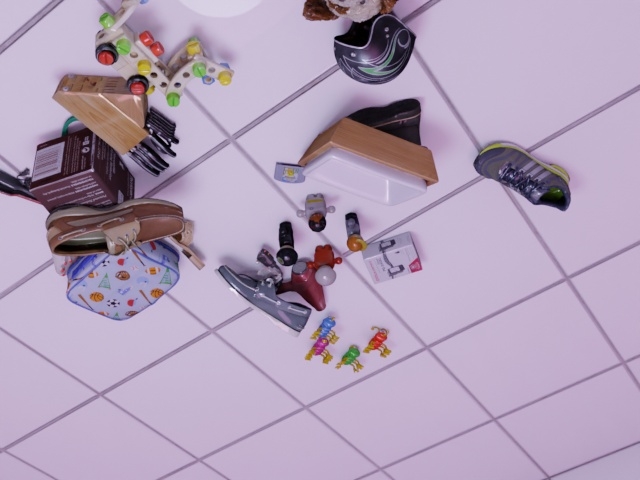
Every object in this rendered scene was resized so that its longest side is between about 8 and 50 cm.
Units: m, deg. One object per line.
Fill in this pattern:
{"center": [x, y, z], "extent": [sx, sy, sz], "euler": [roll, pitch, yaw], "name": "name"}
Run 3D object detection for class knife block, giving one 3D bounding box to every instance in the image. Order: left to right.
{"center": [-0.486, -0.270, 1.713], "extent": [0.275, 0.088, 0.242], "euler": [2, 128, -6], "name": "knife block"}

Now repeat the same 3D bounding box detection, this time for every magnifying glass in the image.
{"center": [-0.635, -0.229, 1.781], "extent": [0.092, 0.026, 0.231], "euler": [34, 118, -28], "name": "magnifying glass"}

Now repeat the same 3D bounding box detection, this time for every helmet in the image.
{"center": [0.117, -0.429, 1.579], "extent": [0.169, 0.169, 0.161], "euler": [31, 105, -26], "name": "helmet"}

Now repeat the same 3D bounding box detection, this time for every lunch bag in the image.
{"center": [-0.552, 0.089, 1.971], "extent": [0.303, 0.115, 0.243], "euler": [-38, 130, 24], "name": "lunch bag"}

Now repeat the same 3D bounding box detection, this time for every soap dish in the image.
{"center": [0.116, -0.191, 1.744], "extent": [0.290, 0.118, 0.229], "euler": [17, 167, -18], "name": "soap dish"}

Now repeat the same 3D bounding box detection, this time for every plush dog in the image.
{"center": [0.052, -0.557, 1.453], "extent": [0.262, 0.211, 0.225], "euler": [2, 135, 29], "name": "plush dog"}

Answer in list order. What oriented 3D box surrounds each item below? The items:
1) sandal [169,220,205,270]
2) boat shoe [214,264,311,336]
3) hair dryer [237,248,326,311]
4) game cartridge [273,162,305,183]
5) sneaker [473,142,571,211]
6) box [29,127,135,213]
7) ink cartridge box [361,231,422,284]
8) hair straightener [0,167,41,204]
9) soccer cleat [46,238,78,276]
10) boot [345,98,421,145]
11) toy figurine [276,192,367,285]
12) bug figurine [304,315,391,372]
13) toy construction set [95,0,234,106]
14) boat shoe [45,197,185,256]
{"center": [-0.377, -0.018, 1.953], "extent": [0.079, 0.088, 0.240], "euler": [-44, 133, -9], "name": "sandal"}
{"center": [-0.161, 0.153, 2.028], "extent": [0.319, 0.116, 0.099], "euler": [39, 92, -19], "name": "boat shoe"}
{"center": [-0.101, 0.127, 2.094], "extent": [0.293, 0.080, 0.223], "euler": [27, 138, -17], "name": "hair dryer"}
{"center": [-0.080, -0.177, 1.865], "extent": [0.083, 0.017, 0.056], "euler": [5, 132, -8], "name": "game cartridge"}
{"center": [0.539, -0.163, 1.849], "extent": [0.299, 0.121, 0.111], "euler": [15, 126, -16], "name": "sneaker"}
{"center": [-0.579, -0.139, 1.741], "extent": [0.167, 0.169, 0.203], "euler": [-18, 139, 7], "name": "box"}
{"center": [0.205, 0.053, 2.040], "extent": [0.150, 0.063, 0.109], "euler": [-19, 128, 11], "name": "ink cartridge box"}
{"center": [-0.764, -0.140, 1.828], "extent": [0.230, 0.047, 0.089], "euler": [26, 123, -23], "name": "hair straightener"}
{"center": [-0.719, 0.024, 1.962], "extent": [0.076, 0.068, 0.196], "euler": [41, 143, 18], "name": "soccer cleat"}
{"center": [0.161, -0.266, 1.776], "extent": [0.197, 0.077, 0.137], "euler": [-10, 134, 6], "name": "boot"}
{"center": [0.000, 0.000, 1.929], "extent": [0.213, 0.148, 0.209], "euler": [32, 121, -25], "name": "toy figurine"}
{"center": [0.075, 0.327, 2.251], "extent": [0.279, 0.072, 0.216], "euler": [19, 132, -24], "name": "bug figurine"}
{"center": [-0.362, -0.432, 1.549], "extent": [0.215, 0.151, 0.328], "euler": [-26, 126, 16], "name": "toy construction set"}
{"center": [-0.485, -0.015, 1.683], "extent": [0.323, 0.120, 0.123], "euler": [-7, 139, -8], "name": "boat shoe"}
